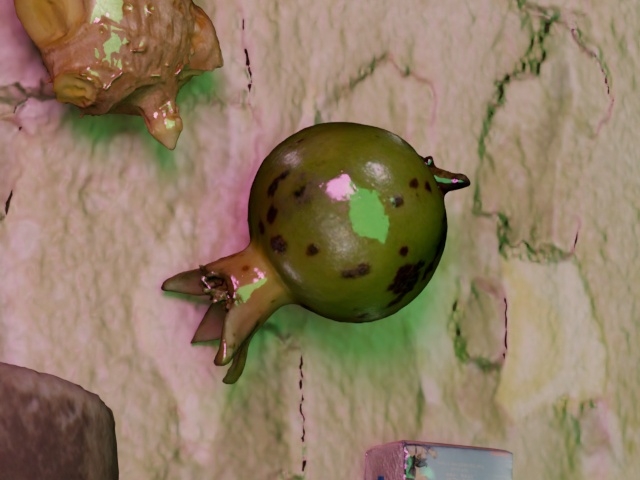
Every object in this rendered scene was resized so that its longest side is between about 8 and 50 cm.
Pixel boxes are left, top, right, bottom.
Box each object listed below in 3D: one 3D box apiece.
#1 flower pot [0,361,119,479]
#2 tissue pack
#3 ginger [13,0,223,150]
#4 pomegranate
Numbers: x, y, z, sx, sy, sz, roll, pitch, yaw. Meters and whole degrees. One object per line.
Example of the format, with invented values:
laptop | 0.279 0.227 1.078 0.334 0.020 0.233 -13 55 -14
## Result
flower pot | -0.254 0.241 1.068 0.293 0.293 0.330 15 70 -22
tissue pack | 0.087 0.180 1.332 0.094 0.074 0.059 8 73 -22
ginger | -0.143 -0.162 1.254 0.157 0.102 0.216 -15 84 -52
pomegranate | -0.001 0.013 1.275 0.156 0.156 0.220 36 88 -16
